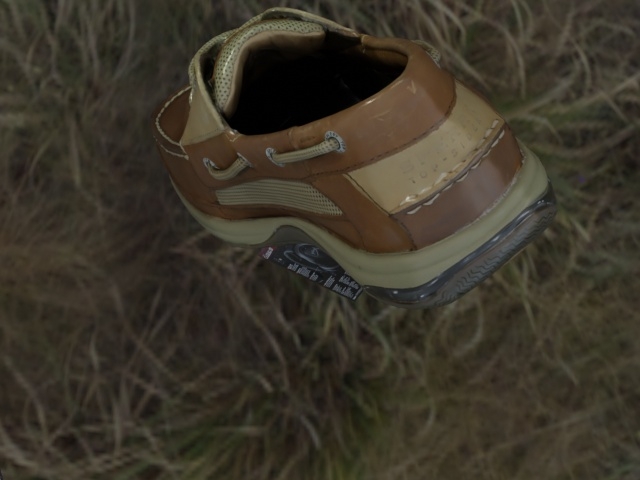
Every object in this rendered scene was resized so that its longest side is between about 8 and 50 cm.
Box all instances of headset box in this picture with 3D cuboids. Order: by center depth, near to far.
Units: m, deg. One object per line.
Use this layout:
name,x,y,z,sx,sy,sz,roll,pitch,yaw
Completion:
headset box,0.000,0.000,0.922,0.083,0.032,0.062,26,149,-3

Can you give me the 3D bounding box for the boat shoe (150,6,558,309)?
boat shoe,-0.007,-0.066,0.721,0.122,0.324,0.120,-43,118,-17

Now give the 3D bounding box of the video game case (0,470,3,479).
video game case,-0.214,0.191,0.668,0.041,0.210,0.232,-10,96,23
